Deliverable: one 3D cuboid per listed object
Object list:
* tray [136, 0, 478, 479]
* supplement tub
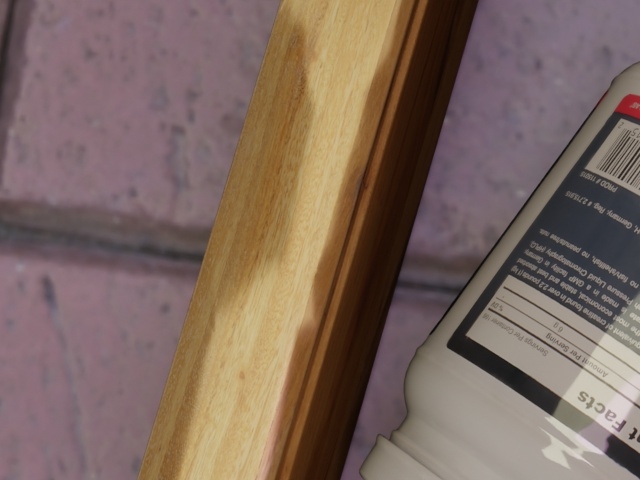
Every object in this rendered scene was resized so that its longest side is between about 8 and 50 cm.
[{"bbox_3d":[0.000,0.000,1.063,0.076,0.203,0.411,14,82,10],"label":"tray"},{"bbox_3d":[0.166,0.060,1.032,0.191,0.191,0.272,35,87,13],"label":"supplement tub"}]
